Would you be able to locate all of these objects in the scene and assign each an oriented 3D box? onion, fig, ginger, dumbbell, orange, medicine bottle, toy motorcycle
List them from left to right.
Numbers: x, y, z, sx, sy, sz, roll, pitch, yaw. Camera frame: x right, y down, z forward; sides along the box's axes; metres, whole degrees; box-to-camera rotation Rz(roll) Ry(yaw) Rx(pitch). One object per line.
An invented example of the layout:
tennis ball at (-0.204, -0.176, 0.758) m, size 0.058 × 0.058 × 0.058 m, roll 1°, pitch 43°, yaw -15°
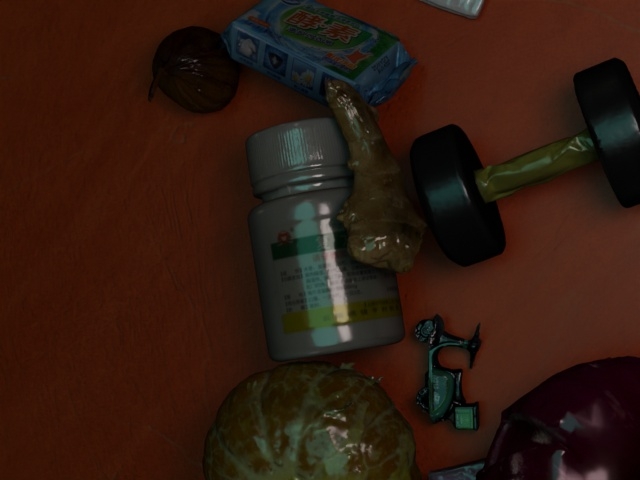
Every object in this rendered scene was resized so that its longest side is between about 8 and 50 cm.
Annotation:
fig at (-0.223, -0.272, 1.808) m, size 0.146 × 0.201 × 0.134 m, roll 23°, pitch 105°, yaw 25°
orange at (-0.012, 0.336, 1.687) m, size 0.329 × 0.249 × 0.330 m, roll 4°, pitch 99°, yaw 23°
medicine bottle at (0.000, 0.000, 1.712) m, size 0.208 × 0.208 × 0.340 m, roll -11°, pitch 85°, yaw 19°
ginger at (0.063, -0.088, 1.606) m, size 0.131 × 0.086 × 0.295 m, roll -13°, pitch 76°, yaw -24°
toy motorcycle at (0.193, 0.196, 1.721) m, size 0.100 × 0.058 × 0.173 m, roll -1°, pitch 89°, yaw 12°
dumbbell at (0.305, -0.106, 1.613) m, size 0.322 × 0.203 × 0.204 m, roll -21°, pitch 81°, yaw 18°
onion at (0.424, 0.331, 1.433) m, size 0.398 × 0.420 × 0.399 m, roll 8°, pitch 70°, yaw -21°

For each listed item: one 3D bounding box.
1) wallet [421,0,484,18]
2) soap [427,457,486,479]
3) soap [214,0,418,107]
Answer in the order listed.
wallet at (0.181, -0.422, 1.757) m, size 0.182 × 0.032 × 0.124 m, roll 25°, pitch 99°, yaw 17°
soap at (0.276, 0.439, 1.670) m, size 0.181 × 0.081 × 0.260 m, roll -18°, pitch 81°, yaw 17°
soap at (-0.003, -0.290, 1.756) m, size 0.293 × 0.156 × 0.077 m, roll 28°, pitch 136°, yaw 17°
